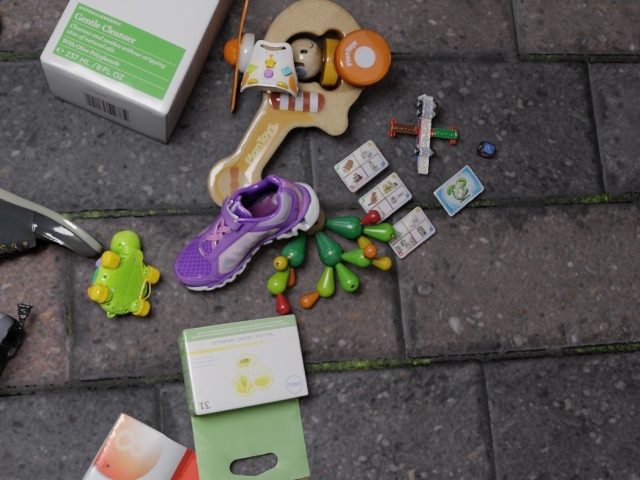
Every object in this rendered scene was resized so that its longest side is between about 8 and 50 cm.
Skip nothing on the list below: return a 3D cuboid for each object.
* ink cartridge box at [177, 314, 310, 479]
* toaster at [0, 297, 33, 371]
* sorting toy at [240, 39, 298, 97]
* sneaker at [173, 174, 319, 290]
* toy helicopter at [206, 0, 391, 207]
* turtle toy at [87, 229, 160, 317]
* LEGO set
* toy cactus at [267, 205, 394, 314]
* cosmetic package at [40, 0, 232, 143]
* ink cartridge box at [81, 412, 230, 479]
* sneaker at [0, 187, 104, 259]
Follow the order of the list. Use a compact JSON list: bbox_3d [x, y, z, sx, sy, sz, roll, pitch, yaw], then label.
[{"bbox_3d":[-0.102,0.235,1.244,0.171,0.056,0.235,-6,78,-21],"label":"ink cartridge box"},{"bbox_3d":[-0.500,0.157,1.153,0.146,0.129,0.227,23,77,-4],"label":"toaster"},{"bbox_3d":[-0.072,-0.251,1.252,0.083,0.045,0.075,6,78,2],"label":"sorting toy"},{"bbox_3d":[-0.120,-0.020,1.245,0.236,0.104,0.095,-34,65,7],"label":"sneaker"},{"bbox_3d":[-0.073,-0.211,1.316,0.235,0.140,0.355,32,87,-10],"label":"toy helicopter"},{"bbox_3d":[-0.286,0.048,1.246,0.095,0.066,0.130,27,72,-41],"label":"turtle toy"},{"bbox_3d":[0.160,-0.115,1.394,0.244,0.060,0.182,-39,98,-13],"label":"LEGO set"},{"bbox_3d":[0.000,0.000,1.307,0.219,0.112,0.180,-29,75,-5],"label":"toy cactus"},{"bbox_3d":[-0.243,-0.357,1.295,0.197,0.155,0.366,22,77,-5],"label":"cosmetic package"},{"bbox_3d":[-0.236,0.346,1.211,0.179,0.045,0.145,29,75,-2],"label":"ink cartridge box"},{"bbox_3d":[-0.425,0.004,1.230,0.222,0.083,0.118,24,80,4],"label":"sneaker"}]
